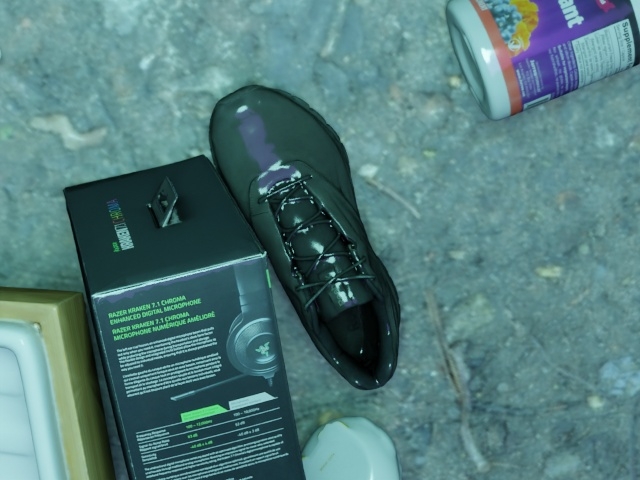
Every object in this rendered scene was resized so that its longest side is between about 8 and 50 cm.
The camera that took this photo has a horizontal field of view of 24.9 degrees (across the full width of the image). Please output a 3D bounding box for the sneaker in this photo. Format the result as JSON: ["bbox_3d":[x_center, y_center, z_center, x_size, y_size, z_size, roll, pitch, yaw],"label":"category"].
[{"bbox_3d":[0.000,0.000,1.209,0.109,0.130,0.286,-29,112,5],"label":"sneaker"}]

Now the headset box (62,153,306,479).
[{"bbox_3d":[-0.110,0.090,1.159,0.131,0.246,0.283,-14,112,-10],"label":"headset box"}]

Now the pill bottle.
[{"bbox_3d":[0.209,-0.181,1.183,0.193,0.108,0.108,-22,113,-1],"label":"pill bottle"}]

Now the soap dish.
[{"bbox_3d":[-0.282,0.165,1.195,0.229,0.118,0.291,2,114,19],"label":"soap dish"}]

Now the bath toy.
[{"bbox_3d":[-0.057,0.295,1.318,0.348,0.151,0.129,-45,150,6],"label":"bath toy"}]
